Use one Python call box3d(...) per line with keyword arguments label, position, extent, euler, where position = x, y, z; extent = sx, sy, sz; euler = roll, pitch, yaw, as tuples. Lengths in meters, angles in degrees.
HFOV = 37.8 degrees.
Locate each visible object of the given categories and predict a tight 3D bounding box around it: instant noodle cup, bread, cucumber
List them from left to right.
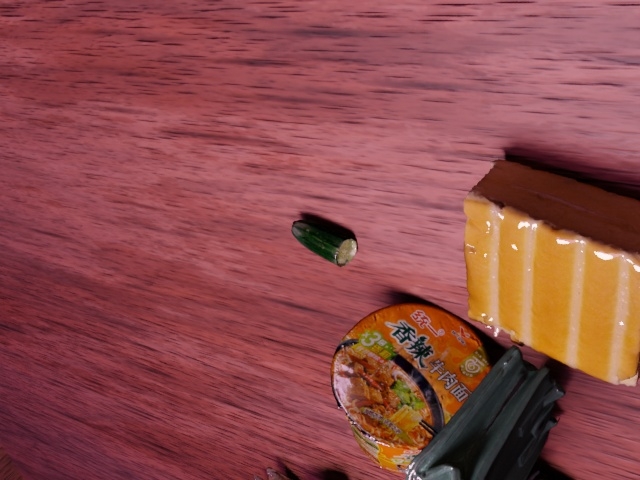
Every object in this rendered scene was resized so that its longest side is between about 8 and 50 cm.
box3d(label="cucumber", position=(0.000, 0.000, 1.411), extent=(0.105, 0.048, 0.048), euler=(25, 141, 25))
box3d(label="instant noodle cup", position=(0.132, 0.234, 1.394), extent=(0.230, 0.230, 0.182), euler=(29, 153, 19))
box3d(label="bread", position=(0.289, 0.043, 1.117), extent=(0.239, 0.111, 0.246), euler=(23, 143, 31))

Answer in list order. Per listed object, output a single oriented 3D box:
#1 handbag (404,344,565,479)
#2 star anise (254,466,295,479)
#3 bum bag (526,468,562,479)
box3d(label="handbag", position=(0.231, 0.295, 1.263), extent=(0.089, 0.238, 0.326), euler=(33, 164, 27))
box3d(label="star anise", position=(-0.055, 0.633, 2.069), extent=(0.292, 0.109, 0.349), euler=(50, 145, 5))
box3d(label="bum bag", position=(0.372, 0.422, 1.444), extent=(0.340, 0.095, 0.144), euler=(26, 156, 25))
